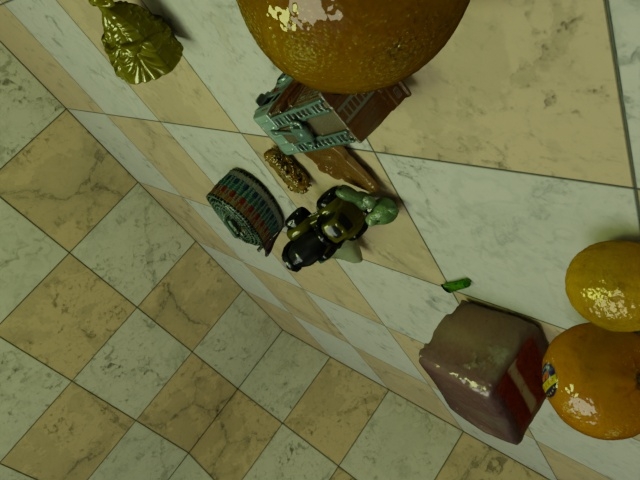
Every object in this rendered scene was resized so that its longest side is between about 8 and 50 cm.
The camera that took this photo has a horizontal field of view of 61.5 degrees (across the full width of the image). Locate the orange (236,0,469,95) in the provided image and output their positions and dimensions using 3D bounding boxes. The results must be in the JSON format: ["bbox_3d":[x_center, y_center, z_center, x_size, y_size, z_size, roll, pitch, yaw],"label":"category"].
[{"bbox_3d":[0.033,-0.290,0.566,0.274,0.274,0.274,34,162,13],"label":"orange"}]

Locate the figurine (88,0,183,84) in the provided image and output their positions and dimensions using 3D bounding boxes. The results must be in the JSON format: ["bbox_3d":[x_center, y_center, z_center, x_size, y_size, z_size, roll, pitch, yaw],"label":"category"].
[{"bbox_3d":[-0.441,-0.502,1.118,0.187,0.168,0.315,59,178,36],"label":"figurine"}]

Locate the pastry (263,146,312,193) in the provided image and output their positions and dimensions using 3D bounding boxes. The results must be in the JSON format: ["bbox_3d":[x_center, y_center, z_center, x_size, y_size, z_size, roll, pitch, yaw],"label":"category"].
[{"bbox_3d":[-0.086,-0.183,1.402,0.140,0.056,0.080,51,162,-29],"label":"pastry"}]

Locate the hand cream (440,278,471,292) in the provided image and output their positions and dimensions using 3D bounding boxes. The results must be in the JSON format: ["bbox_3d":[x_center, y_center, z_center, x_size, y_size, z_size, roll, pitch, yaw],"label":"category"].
[{"bbox_3d":[0.340,0.115,1.355,0.036,0.023,0.122,38,163,-2],"label":"hand cream"}]

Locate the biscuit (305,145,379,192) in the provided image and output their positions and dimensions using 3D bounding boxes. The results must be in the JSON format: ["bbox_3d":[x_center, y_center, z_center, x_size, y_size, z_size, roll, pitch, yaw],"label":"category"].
[{"bbox_3d":[0.028,-0.184,1.211,0.250,0.035,0.162,36,169,7],"label":"biscuit"}]

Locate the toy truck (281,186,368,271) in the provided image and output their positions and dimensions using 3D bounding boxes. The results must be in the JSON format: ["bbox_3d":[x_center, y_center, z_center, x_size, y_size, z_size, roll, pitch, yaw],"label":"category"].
[{"bbox_3d":[0.005,-0.017,1.362,0.224,0.165,0.147,-32,109,31],"label":"toy truck"}]

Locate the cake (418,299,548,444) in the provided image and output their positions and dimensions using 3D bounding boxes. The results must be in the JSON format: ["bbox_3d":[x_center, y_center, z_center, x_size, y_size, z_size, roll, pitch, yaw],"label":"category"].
[{"bbox_3d":[0.426,0.327,1.363,0.230,0.237,0.309,19,153,45],"label":"cake"}]

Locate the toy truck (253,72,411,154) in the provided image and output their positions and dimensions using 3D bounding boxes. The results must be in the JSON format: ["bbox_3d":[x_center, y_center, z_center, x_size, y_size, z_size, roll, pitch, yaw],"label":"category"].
[{"bbox_3d":[-0.003,-0.234,0.943,0.136,0.162,0.305,46,161,-24],"label":"toy truck"}]

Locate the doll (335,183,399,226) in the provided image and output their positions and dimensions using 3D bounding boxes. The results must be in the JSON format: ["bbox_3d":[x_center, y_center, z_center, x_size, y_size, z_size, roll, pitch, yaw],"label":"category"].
[{"bbox_3d":[0.104,-0.080,1.228,0.150,0.077,0.115,27,-175,2],"label":"doll"}]

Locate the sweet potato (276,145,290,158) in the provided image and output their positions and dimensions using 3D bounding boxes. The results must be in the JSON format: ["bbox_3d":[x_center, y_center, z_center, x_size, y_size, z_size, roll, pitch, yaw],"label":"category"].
[{"bbox_3d":[-0.093,-0.247,1.289,0.041,0.038,0.153,4,147,21],"label":"sweet potato"}]

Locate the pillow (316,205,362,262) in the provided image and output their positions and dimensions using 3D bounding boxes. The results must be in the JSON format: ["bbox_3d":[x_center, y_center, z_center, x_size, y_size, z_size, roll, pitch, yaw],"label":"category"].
[{"bbox_3d":[0.046,-0.014,1.526,0.134,0.078,0.181,19,148,35],"label":"pillow"}]

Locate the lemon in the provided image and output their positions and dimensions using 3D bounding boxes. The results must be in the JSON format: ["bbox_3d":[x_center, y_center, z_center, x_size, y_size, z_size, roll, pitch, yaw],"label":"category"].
[{"bbox_3d":[0.466,0.071,0.823,0.187,0.142,0.142,3,141,52],"label":"lemon"}]

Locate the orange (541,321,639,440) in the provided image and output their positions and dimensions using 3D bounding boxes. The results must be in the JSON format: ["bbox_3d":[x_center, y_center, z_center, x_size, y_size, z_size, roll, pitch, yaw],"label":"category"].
[{"bbox_3d":[0.537,0.262,1.024,0.219,0.219,0.193,34,142,14],"label":"orange"}]

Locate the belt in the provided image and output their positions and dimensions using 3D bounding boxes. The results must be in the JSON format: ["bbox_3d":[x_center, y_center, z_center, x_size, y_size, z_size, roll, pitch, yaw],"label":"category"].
[{"bbox_3d":[-0.252,-0.088,1.774,0.207,0.160,0.295,28,159,29],"label":"belt"}]

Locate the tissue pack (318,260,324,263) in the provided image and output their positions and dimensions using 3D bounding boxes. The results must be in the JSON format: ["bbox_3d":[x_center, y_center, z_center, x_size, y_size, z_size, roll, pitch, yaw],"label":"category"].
[{"bbox_3d":[0.000,-0.001,1.655,0.111,0.079,0.085,60,-176,-48],"label":"tissue pack"}]
